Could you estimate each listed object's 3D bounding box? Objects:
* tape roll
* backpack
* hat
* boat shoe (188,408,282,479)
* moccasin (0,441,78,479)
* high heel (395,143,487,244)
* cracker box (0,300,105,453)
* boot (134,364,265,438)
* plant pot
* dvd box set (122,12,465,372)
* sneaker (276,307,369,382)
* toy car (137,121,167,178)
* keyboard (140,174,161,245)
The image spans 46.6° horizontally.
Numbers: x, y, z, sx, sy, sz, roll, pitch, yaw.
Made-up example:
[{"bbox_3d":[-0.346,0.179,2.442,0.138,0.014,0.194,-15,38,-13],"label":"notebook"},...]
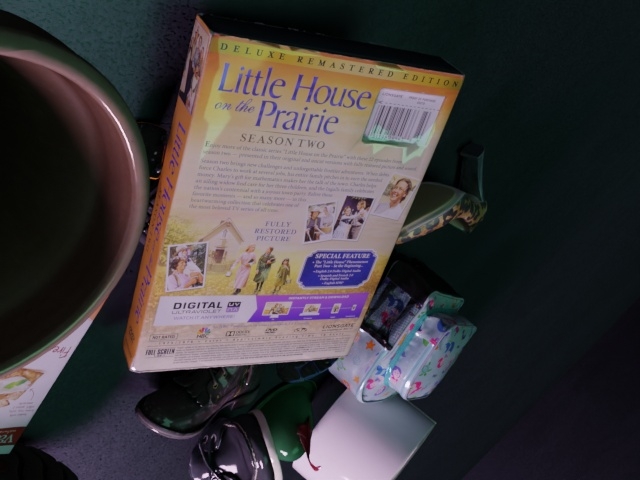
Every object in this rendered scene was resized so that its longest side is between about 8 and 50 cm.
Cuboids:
[{"bbox_3d":[0.085,0.402,1.453,0.246,0.169,0.246,-47,162,-20],"label":"tape roll"},{"bbox_3d":[0.142,0.180,1.332,0.253,0.191,0.225,-50,154,12],"label":"backpack"},{"bbox_3d":[-0.029,0.368,1.307,0.209,0.183,0.172,-2,126,-51],"label":"hat"},{"bbox_3d":[-0.143,0.332,1.124,0.113,0.127,0.340,-12,171,-19],"label":"boat shoe"},{"bbox_3d":[-0.408,0.310,0.818,0.147,0.139,0.380,-48,152,8],"label":"moccasin"},{"bbox_3d":[0.203,-0.024,1.261,0.261,0.093,0.186,-42,143,-30],"label":"high heel"},{"bbox_3d":[-0.342,0.115,0.757,0.232,0.067,0.156,-56,148,11],"label":"cracker box"},{"bbox_3d":[-0.130,0.144,1.046,0.263,0.091,0.228,-13,134,-59],"label":"boot"},{"bbox_3d":[-0.284,-0.059,0.489,0.263,0.229,0.263,-33,145,-26],"label":"plant pot"},{"bbox_3d":[-0.041,-0.029,0.861,0.308,0.062,0.420,0,124,-30],"label":"dvd box set"},{"bbox_3d":[0.003,0.161,1.197,0.221,0.083,0.087,-39,167,-44],"label":"sneaker"},{"bbox_3d":[-0.216,-0.086,0.751,0.122,0.060,0.040,-7,175,-27],"label":"toy car"},{"bbox_3d":[-0.148,-0.012,0.882,0.108,0.023,0.180,-48,140,-9],"label":"keyboard"}]
